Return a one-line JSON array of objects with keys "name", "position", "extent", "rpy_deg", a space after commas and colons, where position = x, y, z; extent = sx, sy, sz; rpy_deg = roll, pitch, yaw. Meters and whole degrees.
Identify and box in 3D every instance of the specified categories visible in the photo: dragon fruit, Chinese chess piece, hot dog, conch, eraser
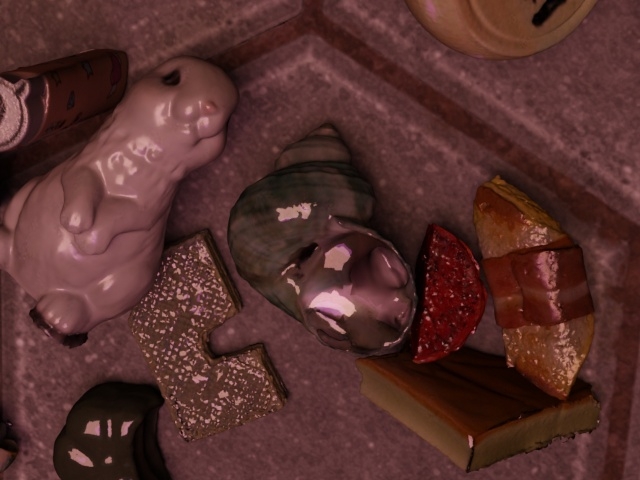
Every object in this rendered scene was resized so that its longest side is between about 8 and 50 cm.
[{"name": "dragon fruit", "position": [0.146, 0.067, 1.529], "extent": [0.083, 0.106, 0.162], "rpy_deg": [4, 79, -5]}, {"name": "Chinese chess piece", "position": [0.193, -0.308, 1.348], "extent": [0.101, 0.250, 0.250], "rpy_deg": [35, 116, 48]}, {"name": "hot dog", "position": [0.249, 0.047, 1.498], "extent": [0.123, 0.093, 0.261], "rpy_deg": [-1, 106, 49]}, {"name": "conch", "position": [0.000, 0.000, 1.504], "extent": [0.220, 0.195, 0.277], "rpy_deg": [-11, 72, 33]}, {"name": "eraser", "position": [-0.332, -0.152, 1.464], "extent": [0.171, 0.290, 0.087], "rpy_deg": [-17, 100, 15]}]

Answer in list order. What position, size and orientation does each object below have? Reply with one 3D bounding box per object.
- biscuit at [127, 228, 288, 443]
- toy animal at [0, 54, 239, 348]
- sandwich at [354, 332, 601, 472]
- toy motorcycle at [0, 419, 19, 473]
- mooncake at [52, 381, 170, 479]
[{"name": "biscuit", "position": [-0.151, 0.122, 1.628], "extent": [0.147, 0.046, 0.249], "rpy_deg": [-20, 100, 16]}, {"name": "toy animal", "position": [-0.223, -0.061, 1.511], "extent": [0.194, 0.258, 0.357], "rpy_deg": [41, 98, 0]}, {"name": "sandwich", "position": [0.181, 0.168, 1.540], "extent": [0.212, 0.245, 0.063], "rpy_deg": [33, 117, 38]}, {"name": "toy motorcycle", "position": [-0.456, 0.215, 1.698], "extent": [0.130, 0.094, 0.229], "rpy_deg": [-2, 91, 7]}, {"name": "mooncake", "position": [-0.253, 0.269, 1.661], "extent": [0.168, 0.104, 0.175], "rpy_deg": [-35, 99, 12]}]
